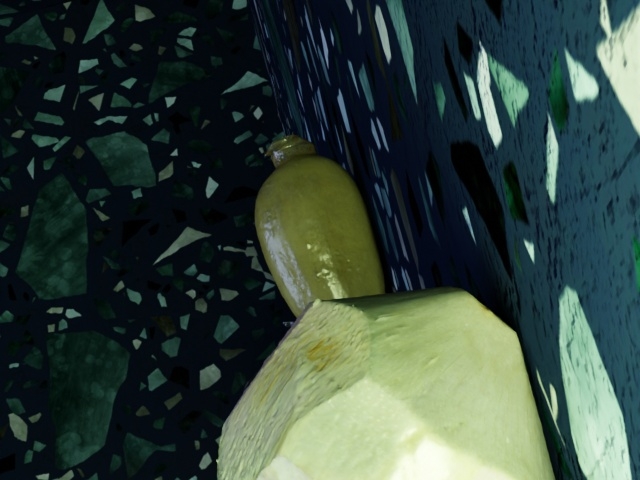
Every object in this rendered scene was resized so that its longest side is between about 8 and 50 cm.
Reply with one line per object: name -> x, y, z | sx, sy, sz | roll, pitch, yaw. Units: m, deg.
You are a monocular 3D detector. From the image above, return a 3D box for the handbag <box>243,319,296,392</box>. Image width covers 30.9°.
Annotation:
handbag -> 0.010, 0.293, 1.834 | 0.332, 0.191, 0.075 | 50, -148, 21

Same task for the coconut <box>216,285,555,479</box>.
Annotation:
coconut -> 0.050, 0.139, 0.723 | 0.197, 0.237, 0.237 | 33, -172, -12

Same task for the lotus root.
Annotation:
lotus root -> -0.003, 0.001, 1.503 | 0.131, 0.146, 0.303 | 60, -170, -77
